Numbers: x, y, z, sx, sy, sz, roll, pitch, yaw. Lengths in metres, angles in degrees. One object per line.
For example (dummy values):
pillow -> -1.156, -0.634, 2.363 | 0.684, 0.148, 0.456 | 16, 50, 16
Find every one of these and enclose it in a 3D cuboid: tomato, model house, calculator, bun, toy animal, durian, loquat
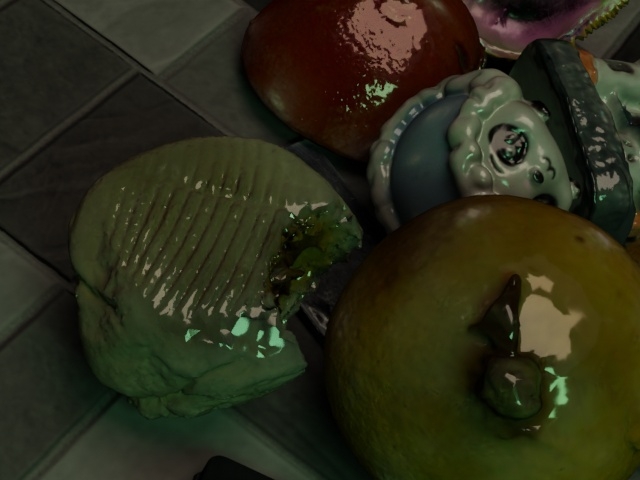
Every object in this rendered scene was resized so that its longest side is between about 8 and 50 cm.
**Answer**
tomato -> 0.070, -0.244, 1.552 | 0.309, 0.170, 0.309 | 16, 46, -18
model house -> 0.383, -0.100, 1.556 | 0.301, 0.190, 0.271 | 1, 53, -21
calculator -> 0.000, 0.000, 1.443 | 0.161, 0.021, 0.261 | -23, 66, -34
bun -> -0.116, 0.044, 1.244 | 0.282, 0.204, 0.281 | 5, 51, -6
toy animal -> 0.164, -0.064, 1.409 | 0.156, 0.204, 0.208 | -39, 114, -35
durian -> 0.242, -0.317, 1.707 | 0.260, 0.154, 0.186 | 40, 73, 3
loquat -> 0.169, 0.118, 1.204 | 0.329, 0.359, 0.328 | 0, 90, 2

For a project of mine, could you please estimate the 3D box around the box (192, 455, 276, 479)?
box -> -0.044, 0.257, 1.123 | 0.160, 0.230, 0.050 | 25, 92, -2
